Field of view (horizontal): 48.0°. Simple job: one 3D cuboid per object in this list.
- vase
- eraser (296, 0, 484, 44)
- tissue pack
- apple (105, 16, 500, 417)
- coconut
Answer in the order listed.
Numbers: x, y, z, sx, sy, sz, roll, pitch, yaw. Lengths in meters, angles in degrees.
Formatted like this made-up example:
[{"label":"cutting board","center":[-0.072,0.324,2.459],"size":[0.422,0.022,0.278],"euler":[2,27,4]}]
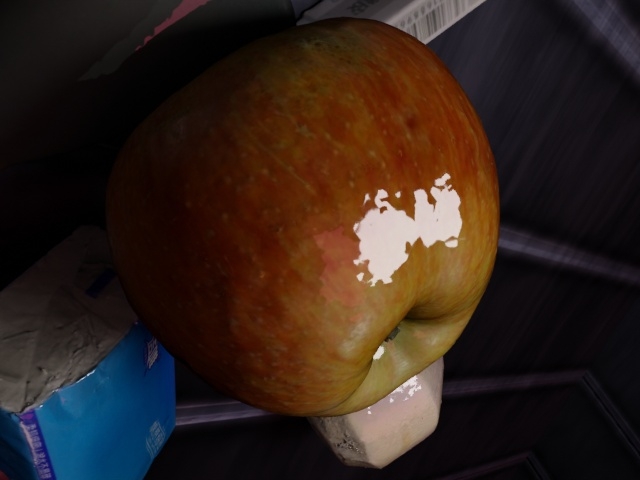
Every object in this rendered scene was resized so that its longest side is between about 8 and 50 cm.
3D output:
[{"label":"vase","center":[-0.188,-0.116,0.492],"size":[0.321,0.173,0.173],"euler":[-37,146,-6]},{"label":"eraser","center":[0.101,-0.252,0.725],"size":[0.352,0.089,0.061],"euler":[-39,143,-13]},{"label":"tissue pack","center":[-0.228,0.150,0.693],"size":[0.209,0.137,0.269],"euler":[-55,160,-45]},{"label":"apple","center":[0.000,0.000,0.522],"size":[0.278,0.250,0.309],"euler":[-31,175,11]},{"label":"coconut","center":[0.085,0.219,1.099],"size":[0.234,0.224,0.224],"euler":[-41,146,-6]}]
